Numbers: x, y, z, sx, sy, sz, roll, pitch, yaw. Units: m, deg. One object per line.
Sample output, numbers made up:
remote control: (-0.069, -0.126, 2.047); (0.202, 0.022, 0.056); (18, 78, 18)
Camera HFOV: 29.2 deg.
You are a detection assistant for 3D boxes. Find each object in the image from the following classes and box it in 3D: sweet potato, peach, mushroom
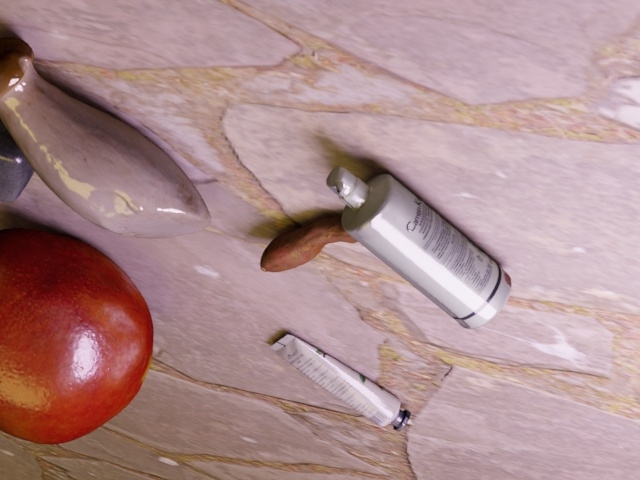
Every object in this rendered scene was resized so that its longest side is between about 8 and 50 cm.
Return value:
sweet potato: (0.000, 0.000, 1.534); (0.214, 0.050, 0.050); (-19, 130, 44)
peach: (-0.409, 0.130, 1.792); (0.308, 0.308, 0.332); (-5, 126, 39)
mushroom: (-0.279, -0.107, 1.486); (0.350, 0.128, 0.128); (43, 144, -23)

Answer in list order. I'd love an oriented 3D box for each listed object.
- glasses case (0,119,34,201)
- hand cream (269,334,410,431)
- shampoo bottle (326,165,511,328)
glasses case: (-0.526, -0.159, 1.606); (0.323, 0.074, 0.131); (26, 150, -5)
hand cream: (0.032, 0.214, 1.854); (0.234, 0.050, 0.080); (34, 149, -9)
shampoo bottle: (0.107, 0.000, 1.423); (0.262, 0.085, 0.085); (38, 146, -24)
